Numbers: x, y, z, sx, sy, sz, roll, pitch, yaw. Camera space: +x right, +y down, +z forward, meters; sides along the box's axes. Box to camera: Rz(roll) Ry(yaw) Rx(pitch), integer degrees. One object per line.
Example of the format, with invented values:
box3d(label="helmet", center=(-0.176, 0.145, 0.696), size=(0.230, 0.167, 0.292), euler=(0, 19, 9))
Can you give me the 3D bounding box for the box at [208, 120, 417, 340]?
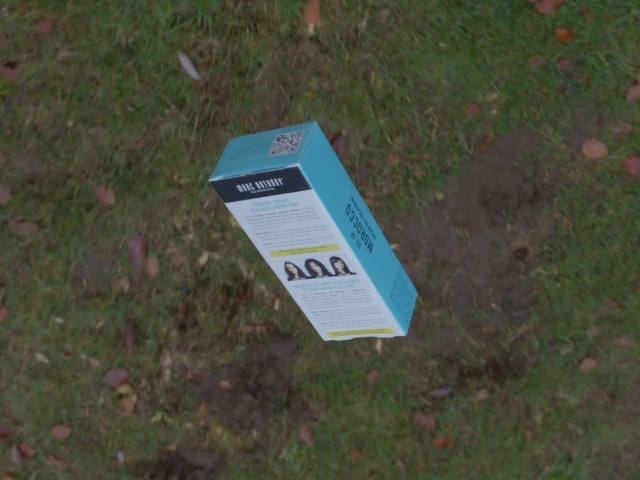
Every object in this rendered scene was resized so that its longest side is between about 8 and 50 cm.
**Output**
box3d(label="box", center=(0.000, 0.000, 0.909), size=(0.100, 0.060, 0.244), euler=(-7, 134, 30))
